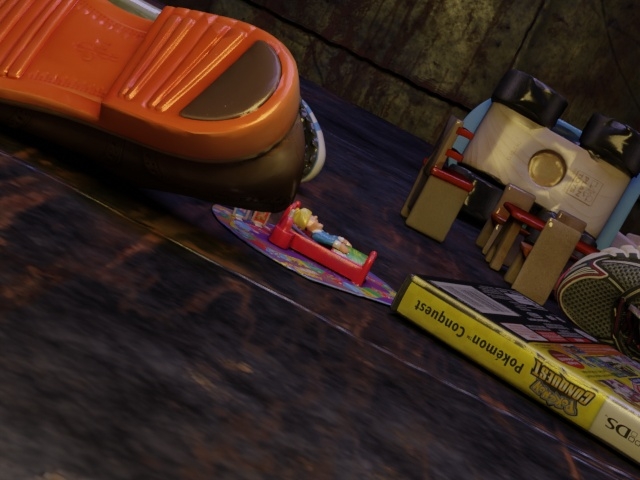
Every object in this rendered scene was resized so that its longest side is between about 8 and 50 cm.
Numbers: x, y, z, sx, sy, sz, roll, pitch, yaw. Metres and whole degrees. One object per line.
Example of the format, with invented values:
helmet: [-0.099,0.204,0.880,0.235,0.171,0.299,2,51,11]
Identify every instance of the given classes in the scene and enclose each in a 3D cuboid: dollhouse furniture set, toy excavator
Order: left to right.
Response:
dollhouse furniture set: [0.237,-0.027,1.522,0.259,0.135,0.262,27,9,-6]
toy excavator: [0.403,-0.062,2.074,0.433,0.222,0.445,30,0,3]

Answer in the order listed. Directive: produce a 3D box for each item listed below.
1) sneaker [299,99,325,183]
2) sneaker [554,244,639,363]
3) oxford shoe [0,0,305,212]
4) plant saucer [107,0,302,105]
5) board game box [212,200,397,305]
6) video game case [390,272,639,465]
sneaker: [-0.044,-0.120,1.400,0.086,0.085,0.237,31,9,-33]
sneaker: [0.354,0.094,1.288,0.112,0.120,0.299,-21,33,-37]
oxford shoe: [-0.177,-0.104,0.909,0.364,0.130,0.132,23,-30,23]
plant saucer: [-0.213,-0.178,1.155,0.400,0.100,0.400,28,8,-4]
board game box: [0.000,0.000,1.001,0.169,0.033,0.133,19,12,-42]
video game case: [0.209,0.106,1.022,0.248,0.035,0.275,31,9,24]
